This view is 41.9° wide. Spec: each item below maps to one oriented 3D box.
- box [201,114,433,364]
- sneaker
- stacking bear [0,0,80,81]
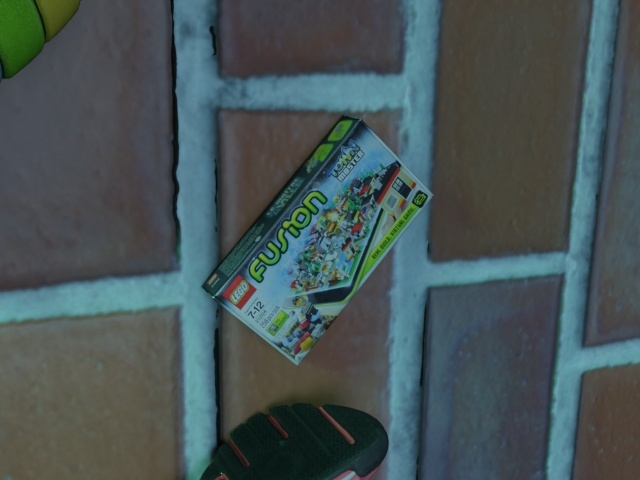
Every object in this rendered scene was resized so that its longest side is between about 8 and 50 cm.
[{"bbox_3d":[0.000,0.000,0.769,0.114,0.036,0.207,42,83,-28],"label":"box"},{"bbox_3d":[-0.068,0.270,0.782,0.314,0.116,0.136,-32,125,-8],"label":"sneaker"},{"bbox_3d":[-0.221,-0.190,0.545,0.289,0.164,0.175,-42,104,-19],"label":"stacking bear"}]
